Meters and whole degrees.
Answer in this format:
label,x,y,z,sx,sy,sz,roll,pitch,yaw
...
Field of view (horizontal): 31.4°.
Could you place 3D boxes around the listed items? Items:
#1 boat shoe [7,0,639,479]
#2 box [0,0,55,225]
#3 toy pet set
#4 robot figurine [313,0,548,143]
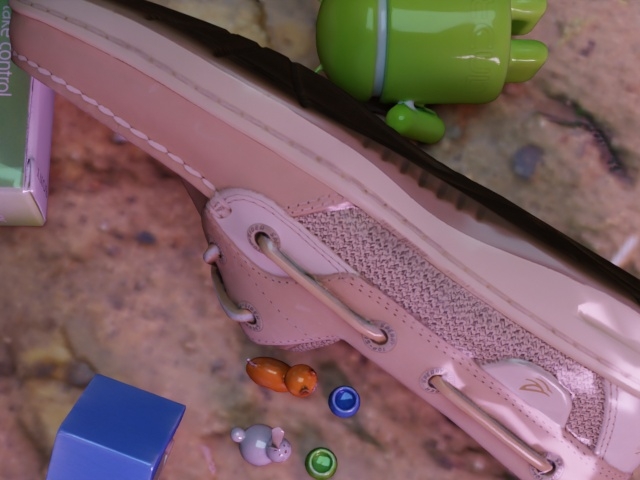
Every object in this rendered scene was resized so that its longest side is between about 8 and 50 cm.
label,x,y,z,sx,sy,sz,roll,pitch,yaw
boat shoe,0.000,0.000,0.492,0.341,0.121,0.110,32,103,4
box,-0.288,-0.125,0.551,0.322,0.058,0.232,1,73,-2
toy pet set,-0.052,0.097,0.491,0.114,0.065,0.122,20,73,3
robot figurine,0.050,-0.100,0.555,0.115,0.067,0.101,0,85,-3
